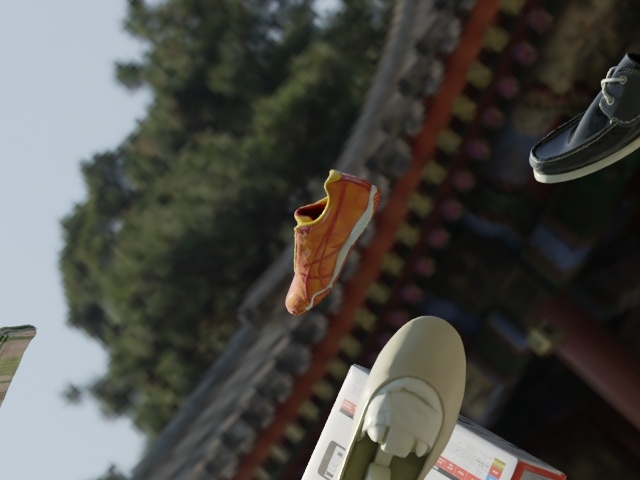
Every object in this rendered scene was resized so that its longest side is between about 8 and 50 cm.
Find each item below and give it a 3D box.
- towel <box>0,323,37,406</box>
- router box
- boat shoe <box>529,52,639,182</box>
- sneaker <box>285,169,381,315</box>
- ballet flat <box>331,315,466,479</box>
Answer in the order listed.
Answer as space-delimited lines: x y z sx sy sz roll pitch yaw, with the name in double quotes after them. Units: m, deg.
-0.423 0.183 2.298 0.152 0.023 0.113 -66 -13 5 "towel"
0.096 0.341 2.050 0.082 0.335 0.301 22 -87 -37 "router box"
0.288 -0.136 1.619 0.233 0.084 0.079 -33 -66 8 "boat shoe"
0.000 0.000 1.683 0.064 0.067 0.175 -67 3 -55 "sneaker"
0.055 0.183 1.439 0.086 0.086 0.248 5 -72 -61 "ballet flat"
